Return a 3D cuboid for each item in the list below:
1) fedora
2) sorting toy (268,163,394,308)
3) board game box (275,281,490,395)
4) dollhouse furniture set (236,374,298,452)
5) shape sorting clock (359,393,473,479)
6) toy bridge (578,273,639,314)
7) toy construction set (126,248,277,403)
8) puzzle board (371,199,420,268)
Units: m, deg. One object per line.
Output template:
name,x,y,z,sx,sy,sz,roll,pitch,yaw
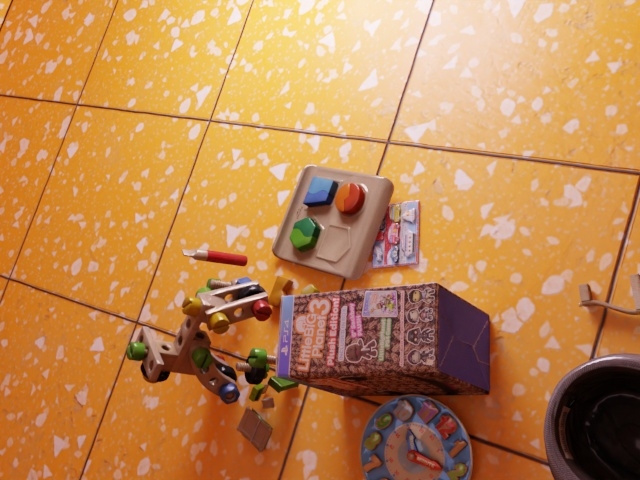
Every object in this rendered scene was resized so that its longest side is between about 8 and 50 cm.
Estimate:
fedora,0.461,0.294,1.179,0.275,0.124,0.244,26,86,45
sorting toy,0.000,0.000,1.632,0.229,0.041,0.307,15,81,40
board game box,0.110,0.176,1.384,0.291,0.232,0.141,-7,69,31
dollhouse furniture set,-0.099,0.326,1.592,0.076,0.058,0.152,34,112,29
shape sorting clock,0.159,0.364,1.388,0.206,0.040,0.206,-6,76,25
toy bridge,0.502,0.085,1.294,0.188,0.026,0.063,-15,66,28
toy construction set,-0.244,0.150,1.585,0.257,0.237,0.309,-51,38,43
puzzle board,0.143,-0.012,1.570,0.096,0.011,0.128,-8,69,31
